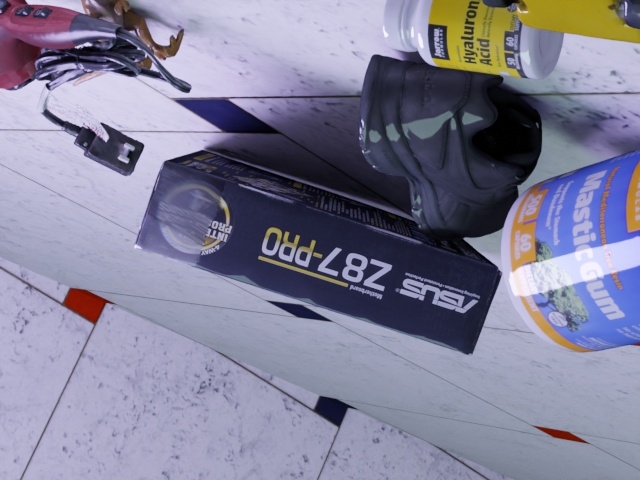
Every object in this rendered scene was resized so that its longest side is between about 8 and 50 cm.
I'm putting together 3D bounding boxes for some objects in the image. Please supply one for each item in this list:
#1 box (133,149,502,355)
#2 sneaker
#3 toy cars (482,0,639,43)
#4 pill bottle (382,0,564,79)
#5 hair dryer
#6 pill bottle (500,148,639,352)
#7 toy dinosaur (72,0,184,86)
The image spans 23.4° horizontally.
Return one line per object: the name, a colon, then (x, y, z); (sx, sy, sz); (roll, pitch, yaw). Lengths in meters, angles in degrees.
box: (0.000, 0.000, 1.532); (0.318, 0.097, 0.395); (20, -176, -2)
sneaker: (0.132, -0.068, 1.305); (0.130, 0.109, 0.286); (1, 165, 23)
toy cars: (0.225, -0.146, 0.888); (0.394, 0.087, 0.176); (22, 169, -24)
pill bottle: (0.105, -0.149, 1.070); (0.116, 0.065, 0.065); (11, 165, 28)
hair dryer: (-0.238, -0.186, 1.277); (0.294, 0.080, 0.223); (33, 151, -4)
pill bottle: (0.283, -0.004, 1.205); (0.152, 0.152, 0.272); (25, 154, -29)
toy dinosaur: (-0.181, -0.183, 1.358); (0.112, 0.064, 0.211); (33, 162, 18)
